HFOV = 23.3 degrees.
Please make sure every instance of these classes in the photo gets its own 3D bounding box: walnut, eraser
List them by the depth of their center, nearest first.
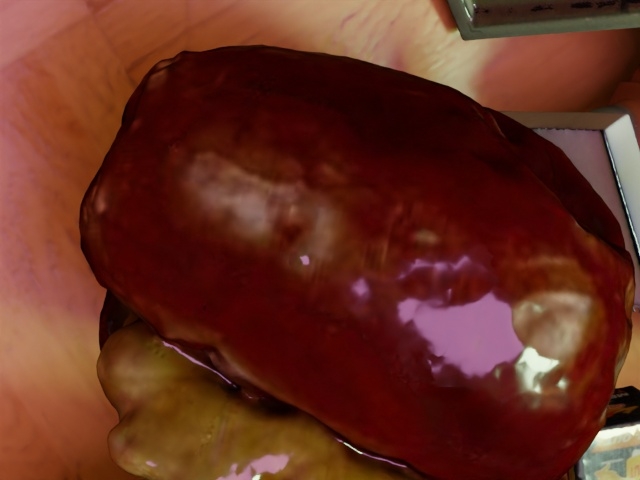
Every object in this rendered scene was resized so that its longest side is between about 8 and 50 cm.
[{"bbox_3d":[0.012,0.047,0.728,0.269,0.221,0.243,18,71,-4],"label":"walnut"},{"bbox_3d":[0.114,-0.018,0.825,0.023,0.150,0.103,-33,114,-31],"label":"eraser"}]

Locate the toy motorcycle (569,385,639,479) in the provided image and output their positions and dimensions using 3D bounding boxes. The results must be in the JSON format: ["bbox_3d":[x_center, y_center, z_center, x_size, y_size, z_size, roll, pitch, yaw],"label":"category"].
[{"bbox_3d":[0.147,0.203,0.894,0.091,0.157,0.263,-8,106,-14],"label":"toy motorcycle"}]

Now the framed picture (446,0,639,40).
[{"bbox_3d":[0.162,-0.197,0.706,0.024,0.315,0.232,-56,133,-36],"label":"framed picture"}]

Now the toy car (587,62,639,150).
[{"bbox_3d":[0.251,-0.052,0.852,0.212,0.180,0.270,27,95,-12],"label":"toy car"}]
